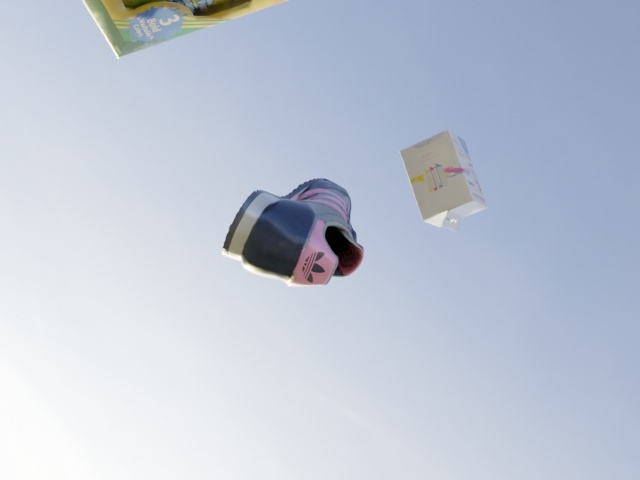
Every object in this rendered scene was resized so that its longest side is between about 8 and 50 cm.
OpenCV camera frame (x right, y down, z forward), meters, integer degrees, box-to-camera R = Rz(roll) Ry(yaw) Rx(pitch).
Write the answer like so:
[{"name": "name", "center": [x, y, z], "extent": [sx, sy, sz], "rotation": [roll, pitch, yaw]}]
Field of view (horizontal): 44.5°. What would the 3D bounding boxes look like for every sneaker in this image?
[{"name": "sneaker", "center": [0.000, 0.000, 0.960], "extent": [0.131, 0.319, 0.112], "rotation": [28, -72, 13]}]

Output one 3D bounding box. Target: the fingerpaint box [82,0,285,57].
[{"name": "fingerpaint box", "center": [-0.211, -0.496, 1.137], "extent": [0.445, 0.371, 0.163], "rotation": [76, -5, -70]}]

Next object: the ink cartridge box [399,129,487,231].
[{"name": "ink cartridge box", "center": [0.204, -0.090, 1.272], "extent": [0.090, 0.092, 0.143], "rotation": [-23, -105, 23]}]
